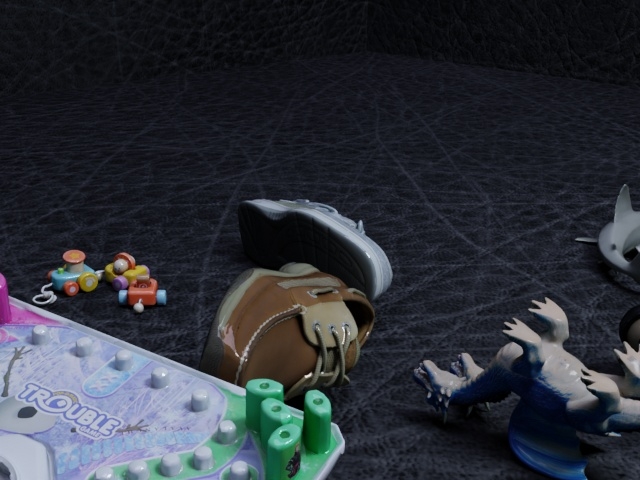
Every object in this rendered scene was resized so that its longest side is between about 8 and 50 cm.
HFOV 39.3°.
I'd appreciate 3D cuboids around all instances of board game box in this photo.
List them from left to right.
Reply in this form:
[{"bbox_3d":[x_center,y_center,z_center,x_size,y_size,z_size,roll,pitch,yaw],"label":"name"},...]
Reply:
[{"bbox_3d":[-0.239,0.166,0.584,0.390,0.050,0.390,17,35,23],"label":"board game box"}]

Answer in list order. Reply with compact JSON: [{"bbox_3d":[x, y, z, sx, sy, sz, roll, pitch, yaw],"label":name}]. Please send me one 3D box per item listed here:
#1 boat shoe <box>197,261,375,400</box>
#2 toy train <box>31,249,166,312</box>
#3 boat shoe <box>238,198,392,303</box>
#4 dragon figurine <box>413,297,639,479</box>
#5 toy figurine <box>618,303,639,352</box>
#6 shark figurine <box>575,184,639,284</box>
[{"bbox_3d":[-0.018,0.091,0.882,0.120,0.122,0.324,17,14,13],"label":"boat shoe"},{"bbox_3d":[-0.274,0.047,1.133,0.166,0.046,0.125,1,19,-1],"label":"toy train"},{"bbox_3d":[0.000,0.002,1.182,0.103,0.118,0.320,-15,18,-28],"label":"boat shoe"},{"bbox_3d":[0.218,0.150,0.788,0.289,0.144,0.085,29,41,30],"label":"dragon figurine"},{"bbox_3d":[0.414,0.067,0.869,0.210,0.213,0.148,0,33,-2],"label":"toy figurine"},{"bbox_3d":[0.435,-0.016,1.268,0.166,0.116,0.278,9,19,25],"label":"shark figurine"}]
